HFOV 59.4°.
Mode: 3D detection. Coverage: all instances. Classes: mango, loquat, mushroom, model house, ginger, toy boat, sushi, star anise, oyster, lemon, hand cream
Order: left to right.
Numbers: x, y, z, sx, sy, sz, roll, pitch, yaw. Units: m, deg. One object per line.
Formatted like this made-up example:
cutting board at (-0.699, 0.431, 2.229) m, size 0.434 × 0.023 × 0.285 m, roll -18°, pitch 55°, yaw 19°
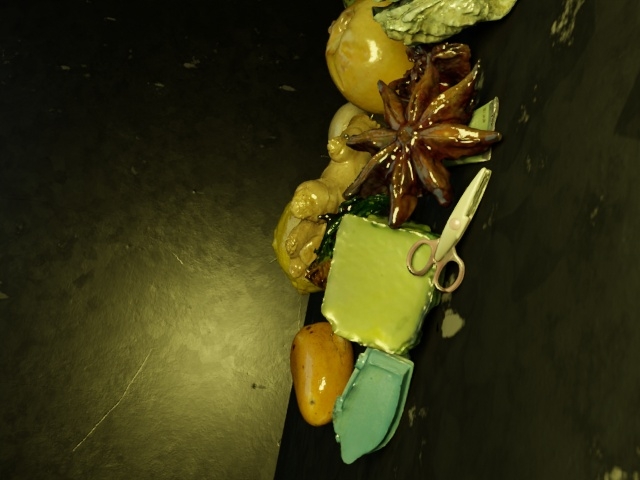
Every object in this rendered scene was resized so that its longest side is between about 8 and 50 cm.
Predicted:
lemon at (0.000, 0.000, 1.590) m, size 0.268 × 0.268 × 0.322 m, roll -93°, pitch 28°, yaw -72°
mango at (0.005, 0.322, 1.396) m, size 0.290 × 0.159 × 0.191 m, roll -90°, pitch 21°, yaw -51°
ginger at (0.013, -0.098, 1.190) m, size 0.166 × 0.236 × 0.376 m, roll -7°, pitch 80°, yaw 54°
sushi at (0.059, 0.003, 1.049) m, size 0.149 × 0.287 × 0.140 m, roll 15°, pitch 133°, yaw 54°
toy boat at (0.084, 0.270, 0.933) m, size 0.098 × 0.109 × 0.238 m, roll -43°, pitch -27°, yaw -62°
mushroom at (0.126, -0.241, 1.350) m, size 0.204 × 0.204 × 0.204 m, roll -168°, pitch 90°, yaw -85°
loquat at (0.132, -0.374, 1.151) m, size 0.244 × 0.243 × 0.244 m, roll -168°, pitch 90°, yaw -85°
model house at (0.125, 0.064, 0.914) m, size 0.211 × 0.170 × 0.194 m, roll -5°, pitch -74°, yaw -66°
star anise at (0.149, -0.137, 0.816) m, size 0.271 × 0.102 × 0.272 m, roll -17°, pitch 63°, yaw 37°
star anise at (0.183, -0.270, 0.978) m, size 0.220 × 0.125 × 0.190 m, roll 109°, pitch 176°, yaw -74°
oyster at (0.179, -0.377, 0.872) m, size 0.112 × 0.198 × 0.268 m, roll 53°, pitch -164°, yaw -33°
hand cream at (0.203, -0.148, 0.863) m, size 0.235 × 0.055 × 0.087 m, roll 174°, pitch 103°, yaw -77°

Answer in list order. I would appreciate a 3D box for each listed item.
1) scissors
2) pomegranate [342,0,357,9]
scissors at (0.181, -0.017, 0.755) m, size 0.022 × 0.085 × 0.176 m, roll -3°, pitch -58°, yaw -57°
pomegranate at (0.164, -0.581, 1.266) m, size 0.271 × 0.254 × 0.254 m, roll -79°, pitch 4°, yaw -46°
